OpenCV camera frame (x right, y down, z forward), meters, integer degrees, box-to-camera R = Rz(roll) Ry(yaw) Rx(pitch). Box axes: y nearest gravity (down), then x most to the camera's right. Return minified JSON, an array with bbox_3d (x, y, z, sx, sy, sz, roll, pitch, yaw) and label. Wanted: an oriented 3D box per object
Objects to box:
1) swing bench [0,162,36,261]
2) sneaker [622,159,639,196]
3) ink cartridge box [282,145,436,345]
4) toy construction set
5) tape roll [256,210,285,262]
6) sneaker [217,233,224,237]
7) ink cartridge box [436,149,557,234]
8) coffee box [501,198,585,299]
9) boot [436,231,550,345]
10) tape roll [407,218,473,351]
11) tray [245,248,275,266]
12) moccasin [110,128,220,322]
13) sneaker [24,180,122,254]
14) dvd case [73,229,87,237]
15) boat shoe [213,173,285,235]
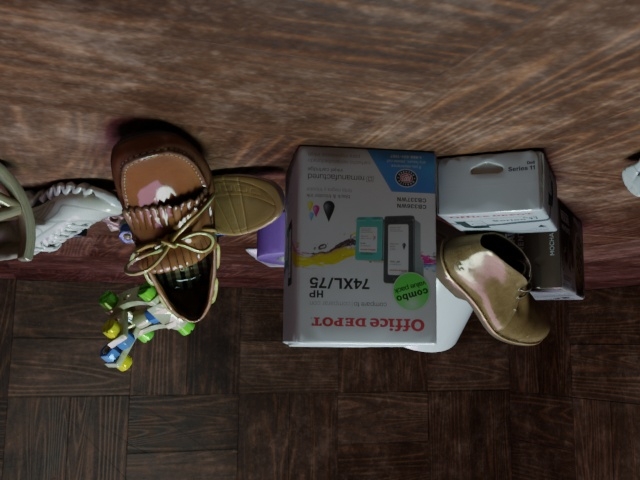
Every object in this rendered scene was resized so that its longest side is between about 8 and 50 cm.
[{"bbox_3d":[-0.607,-0.044,1.071,0.253,0.165,0.254,-5,175,31],"label":"swing bench"},{"bbox_3d":[0.467,-0.107,0.966,0.065,0.061,0.158,-26,176,-9],"label":"sneaker"},{"bbox_3d":[0.051,0.020,1.061,0.198,0.270,0.197,1,172,-8],"label":"ink cartridge box"},{"bbox_3d":[-0.300,0.056,1.301,0.215,0.328,0.151,-27,140,19],"label":"toy construction set"},{"bbox_3d":[0.000,0.000,1.559,0.274,0.090,0.275,0,171,0],"label":"tape roll"},{"bbox_3d":[-0.260,-0.015,1.460,0.232,0.090,0.081,2,171,-10],"label":"sneaker"},{"bbox_3d":[0.271,-0.065,1.089,0.153,0.087,0.208,-3,171,24],"label":"ink cartridge box"},{"bbox_3d":[0.445,0.027,1.442,0.119,0.168,0.297,-3,170,28],"label":"coffee box"},{"bbox_3d":[0.321,0.087,1.222,0.115,0.112,0.305,-22,133,40],"label":"boot"},{"bbox_3d":[0.184,0.073,1.379,0.246,0.169,0.246,18,-155,-9],"label":"tape roll"},{"bbox_3d":[-0.126,0.054,2.147,0.145,0.030,0.270,1,172,7],"label":"tray"},{"bbox_3d":[-0.210,-0.006,1.016,0.139,0.147,0.380,-9,146,-13],"label":"moccasin"},{"bbox_3d":[-0.460,-0.035,1.258,0.292,0.118,0.110,-5,168,26],"label":"sneaker"},{"bbox_3d":[-0.701,-0.019,1.709,0.253,0.022,0.180,-6,169,39],"label":"dvd case"},{"bbox_3d":[-0.164,-0.061,1.183,0.277,0.098,0.096,-6,-168,31],"label":"boat shoe"}]
